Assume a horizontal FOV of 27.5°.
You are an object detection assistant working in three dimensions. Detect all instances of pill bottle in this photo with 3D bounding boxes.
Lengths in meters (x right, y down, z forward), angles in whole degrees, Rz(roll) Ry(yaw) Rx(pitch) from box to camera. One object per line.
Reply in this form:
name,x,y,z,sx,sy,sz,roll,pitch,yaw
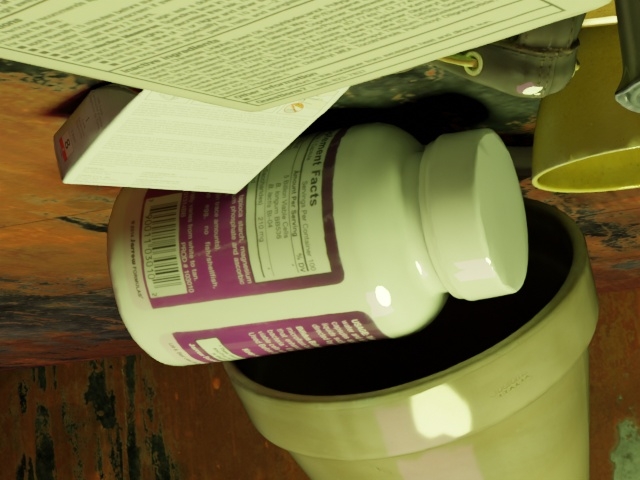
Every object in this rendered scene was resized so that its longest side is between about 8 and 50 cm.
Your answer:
pill bottle,0.000,0.000,1.020,0.302,0.169,0.169,-9,171,24

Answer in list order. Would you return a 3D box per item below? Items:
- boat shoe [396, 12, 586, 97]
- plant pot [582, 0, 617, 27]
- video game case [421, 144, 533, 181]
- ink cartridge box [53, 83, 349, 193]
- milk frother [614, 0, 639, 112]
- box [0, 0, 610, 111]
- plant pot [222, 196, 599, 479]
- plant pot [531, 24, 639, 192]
boat shoe,0.031,-0.100,0.518,0.081,0.068,0.228,2,-169,-21
plant pot,0.149,-0.146,0.628,0.236,0.032,0.236,-5,171,-1
video game case,0.077,-0.052,1.205,0.193,0.023,0.212,-1,170,-27
ink cartridge box,-0.077,-0.092,0.867,0.145,0.045,0.179,2,150,-37
milk frother,0.145,-0.125,0.423,0.129,0.134,0.143,-11,170,25
box,-0.044,-0.124,0.341,0.149,0.126,0.232,-12,169,36
plant pot,0.112,0.155,1.153,0.323,0.280,0.323,-19,-157,8
plant pot,0.192,-0.090,0.806,0.134,0.095,0.134,-6,170,-1
